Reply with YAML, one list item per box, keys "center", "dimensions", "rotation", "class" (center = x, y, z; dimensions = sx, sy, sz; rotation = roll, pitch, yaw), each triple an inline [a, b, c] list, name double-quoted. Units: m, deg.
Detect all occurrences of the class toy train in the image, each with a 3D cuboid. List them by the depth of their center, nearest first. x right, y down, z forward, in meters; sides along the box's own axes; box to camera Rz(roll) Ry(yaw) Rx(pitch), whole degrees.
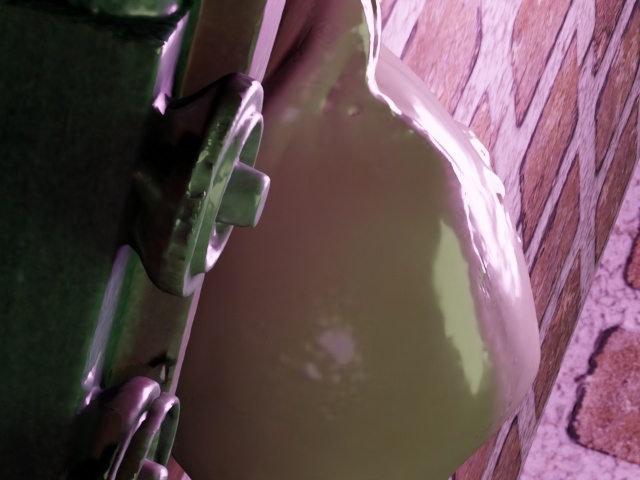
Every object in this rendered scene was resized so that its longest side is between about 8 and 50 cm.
- center: [-0.099, -0.005, 0.741]
  dimensions: [0.221, 0.150, 0.304]
  rotation: [-68, 176, -65]
  class: "toy train"

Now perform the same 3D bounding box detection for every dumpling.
- center: [0.000, 0.000, 1.062]
  dimensions: [0.315, 0.233, 0.395]
  rotation: [-109, -171, -62]
  class: "dumpling"
